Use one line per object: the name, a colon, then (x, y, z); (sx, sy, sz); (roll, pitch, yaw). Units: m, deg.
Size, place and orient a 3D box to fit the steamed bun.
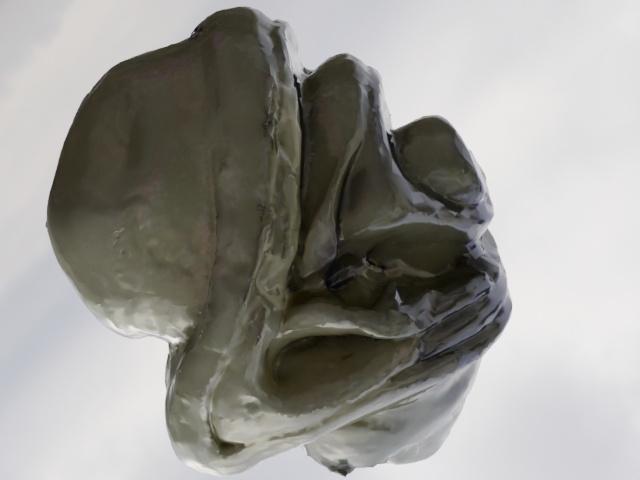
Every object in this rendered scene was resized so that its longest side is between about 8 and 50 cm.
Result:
steamed bun: (0.000, 0.000, 1.103); (0.247, 0.352, 0.339); (-21, 177, 29)
